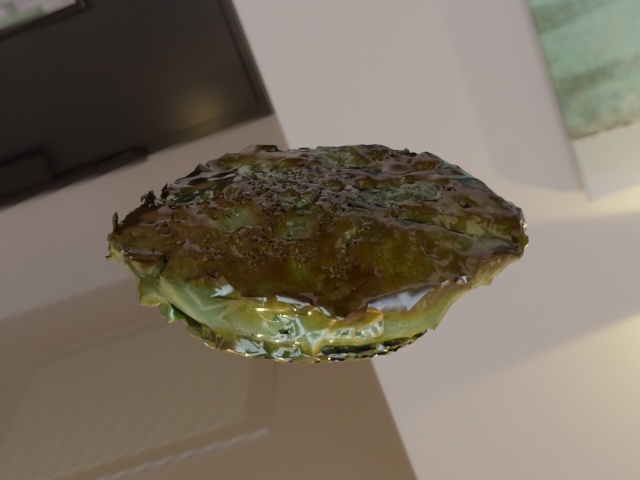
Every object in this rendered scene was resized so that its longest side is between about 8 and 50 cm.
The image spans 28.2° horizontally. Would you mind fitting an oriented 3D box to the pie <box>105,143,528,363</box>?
[{"bbox_3d":[0.000,0.000,1.109,0.355,0.103,0.288,1,-153,4],"label":"pie"}]
